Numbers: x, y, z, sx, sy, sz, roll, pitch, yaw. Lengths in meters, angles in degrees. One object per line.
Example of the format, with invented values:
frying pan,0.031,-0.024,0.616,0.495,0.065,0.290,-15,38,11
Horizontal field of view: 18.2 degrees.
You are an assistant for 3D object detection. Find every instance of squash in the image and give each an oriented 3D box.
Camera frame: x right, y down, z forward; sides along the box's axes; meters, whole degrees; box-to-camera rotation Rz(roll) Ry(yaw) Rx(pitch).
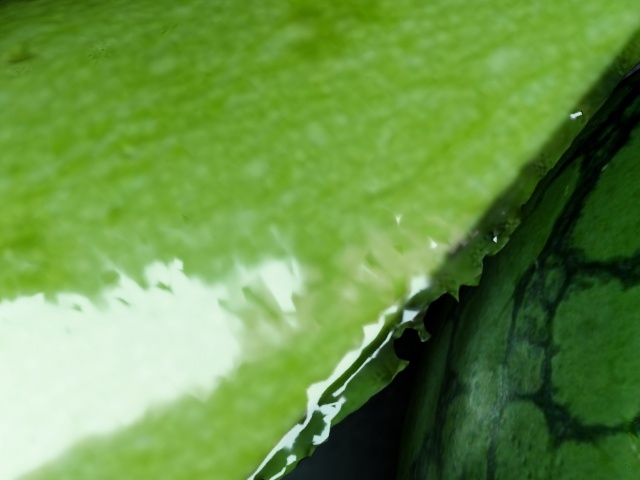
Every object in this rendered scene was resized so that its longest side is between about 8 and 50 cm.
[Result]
squash,0.000,0.000,0.646,0.309,0.233,0.210,-15,83,-20

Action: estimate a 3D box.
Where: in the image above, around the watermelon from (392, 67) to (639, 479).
watermelon,0.187,0.094,0.629,0.363,0.363,0.363,4,77,-16
